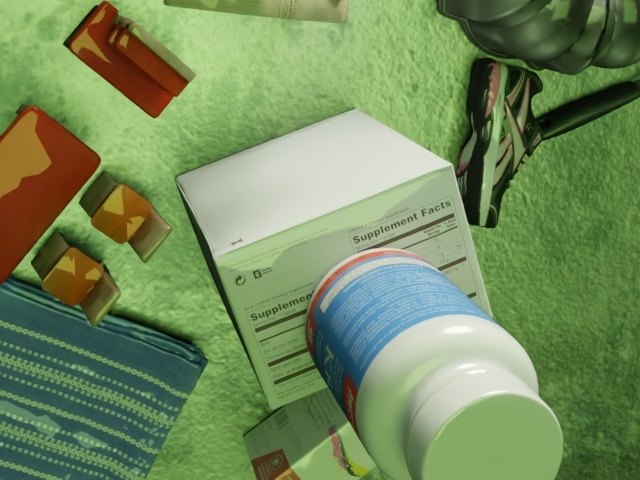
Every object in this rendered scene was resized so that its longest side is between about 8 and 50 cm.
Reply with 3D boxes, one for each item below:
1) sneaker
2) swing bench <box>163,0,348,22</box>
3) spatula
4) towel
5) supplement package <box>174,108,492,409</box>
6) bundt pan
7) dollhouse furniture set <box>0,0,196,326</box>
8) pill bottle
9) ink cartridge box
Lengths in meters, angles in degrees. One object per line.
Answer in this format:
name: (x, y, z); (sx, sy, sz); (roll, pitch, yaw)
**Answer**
sneaker: (0.193, -0.096, 1.003); (0.077, 0.072, 0.178); (2, 108, -13)
swing bench: (-0.045, -0.313, 0.772); (0.165, 0.255, 0.253); (3, 106, -16)
spatula: (0.355, -0.178, 1.028); (0.296, 0.084, 0.030); (-29, 137, 2)
towel: (-0.289, 0.216, 0.995); (0.243, 0.040, 0.336); (24, 100, -19)
supplement package: (0.000, 0.000, 0.880); (0.204, 0.262, 0.145); (-22, 112, -8)
bundt pan: (0.262, -0.304, 0.903); (0.331, 0.124, 0.331); (-5, 116, -11)
dollhouse furniture set: (-0.233, -0.079, 0.843); (0.262, 0.135, 0.259); (39, 90, -30)
pill bottle: (0.072, 0.094, 0.667); (0.124, 0.221, 0.124); (-5, 108, -14)
ink cartridge box: (0.023, 0.196, 1.028); (0.198, 0.115, 0.067); (-37, 112, 0)
